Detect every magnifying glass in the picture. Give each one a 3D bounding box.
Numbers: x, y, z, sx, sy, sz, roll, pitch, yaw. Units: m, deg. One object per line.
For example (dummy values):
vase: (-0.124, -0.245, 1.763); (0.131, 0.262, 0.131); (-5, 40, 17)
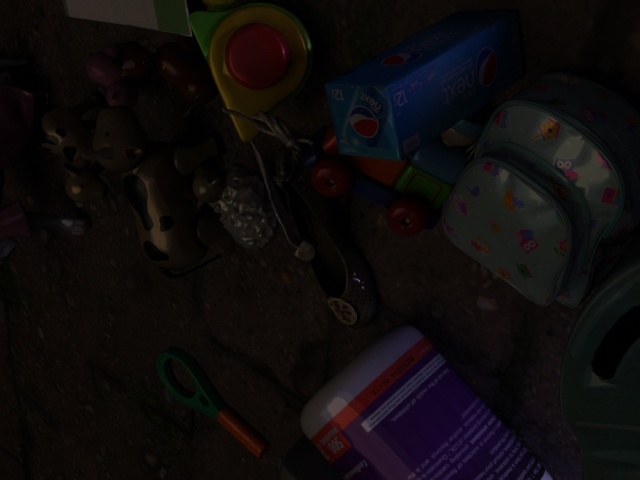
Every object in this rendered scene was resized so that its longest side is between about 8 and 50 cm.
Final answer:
magnifying glass: (-0.170, 0.252, 1.588); (0.231, 0.026, 0.092); (40, 137, 21)

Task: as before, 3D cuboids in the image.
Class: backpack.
backpack: (0.208, -0.048, 0.926); (0.166, 0.144, 0.188); (40, 135, 26)

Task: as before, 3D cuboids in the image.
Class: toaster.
toaster: (0.016, 0.369, 1.413); (0.185, 0.110, 0.168); (38, 138, 20)

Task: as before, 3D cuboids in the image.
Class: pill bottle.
pill bottle: (0.138, 0.264, 1.167); (0.323, 0.181, 0.181); (48, 139, 10)

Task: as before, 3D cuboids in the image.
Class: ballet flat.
ballet flat: (0.000, 0.000, 1.223); (0.084, 0.058, 0.250); (0, 115, 45)

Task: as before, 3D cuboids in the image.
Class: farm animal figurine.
farm animal figurine: (-0.230, -0.098, 1.296); (0.330, 0.172, 0.327); (-21, 100, 49)

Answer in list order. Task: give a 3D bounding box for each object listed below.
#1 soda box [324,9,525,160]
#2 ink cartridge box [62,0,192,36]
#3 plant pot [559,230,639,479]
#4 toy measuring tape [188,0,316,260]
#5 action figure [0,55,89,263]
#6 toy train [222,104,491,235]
soda box: (0.099, -0.143, 0.912); (0.071, 0.210, 0.067); (9, 122, 40)
ink cartridge box: (-0.234, -0.345, 1.228); (0.235, 0.056, 0.171); (15, 126, 34)
plant pot: (0.329, 0.043, 0.599); (0.341, 0.334, 0.341); (25, 132, 31)
toy measuring tape: (-0.039, -0.145, 1.122); (0.121, 0.121, 0.330); (-12, 106, 48)
action figure: (-0.522, -0.093, 1.532); (0.248, 0.275, 0.370); (19, 114, 28)
toy train: (0.037, -0.123, 1.022); (0.248, 0.105, 0.143); (27, 125, -8)
